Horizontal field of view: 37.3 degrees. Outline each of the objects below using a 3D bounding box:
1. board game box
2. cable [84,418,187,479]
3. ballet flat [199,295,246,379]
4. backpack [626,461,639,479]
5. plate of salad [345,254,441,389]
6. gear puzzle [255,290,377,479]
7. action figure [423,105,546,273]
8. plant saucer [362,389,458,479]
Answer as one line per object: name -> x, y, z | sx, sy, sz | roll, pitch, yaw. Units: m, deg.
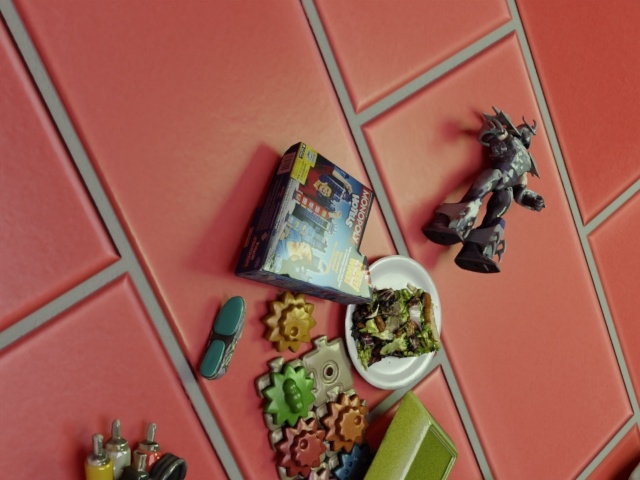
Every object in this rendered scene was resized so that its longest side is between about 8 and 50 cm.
board game box -> 0.000, 0.000, 1.286 | 0.194, 0.060, 0.194 | 34, 62, -33
cable -> -0.242, 0.357, 1.144 | 0.139, 0.072, 0.287 | 4, 102, -55
ballet flat -> -0.122, 0.128, 1.225 | 0.041, 0.041, 0.114 | 32, 73, -35
backpack -> 0.715, 0.499, 1.789 | 0.355, 0.273, 0.290 | -7, 103, -26
plate of salad -> 0.117, 0.122, 1.398 | 0.199, 0.048, 0.200 | -2, 92, -40
gear puzzle -> 0.001, 0.227, 1.316 | 0.175, 0.044, 0.339 | -23, 106, -35
action figure -> 0.281, -0.086, 1.493 | 0.185, 0.099, 0.285 | 45, 62, -25
plant saucer -> 0.139, 0.342, 1.395 | 0.188, 0.045, 0.188 | -61, 142, -19
